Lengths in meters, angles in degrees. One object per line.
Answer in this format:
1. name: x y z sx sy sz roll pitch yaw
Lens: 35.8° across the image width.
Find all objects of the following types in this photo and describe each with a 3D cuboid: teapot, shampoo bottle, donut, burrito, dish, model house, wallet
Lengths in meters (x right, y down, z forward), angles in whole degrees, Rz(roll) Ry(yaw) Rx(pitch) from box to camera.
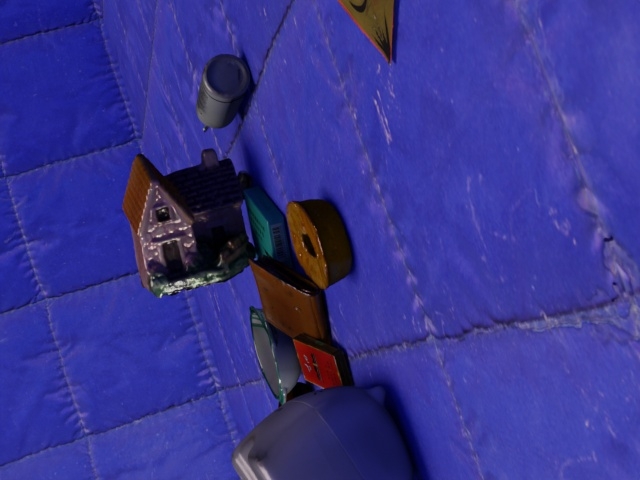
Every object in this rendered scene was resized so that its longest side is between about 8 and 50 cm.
1. teapot: -0.041 0.352 2.094 0.098 0.078 0.129 -57 23 18
2. shampoo bottle: -0.191 -0.272 1.878 0.262 0.085 0.085 142 110 -76
3. donut: 0.000 0.000 1.529 0.152 0.058 0.152 162 90 -75
4. burrito: -0.171 -0.107 2.084 0.055 0.041 0.149 68 163 1
5. dish: -0.081 0.221 2.055 0.246 0.078 0.224 102 151 -62
6. model house: -0.266 -0.050 1.954 0.202 0.236 0.238 -124 22 -65
7. wallet: -0.049 0.120 1.828 0.195 0.042 0.161 28 141 45

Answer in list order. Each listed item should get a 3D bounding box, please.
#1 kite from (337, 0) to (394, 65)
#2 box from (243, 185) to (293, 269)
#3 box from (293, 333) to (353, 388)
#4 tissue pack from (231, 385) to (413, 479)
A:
1. kite: 0.031 -0.350 1.092 0.377 0.013 0.328 167 85 -75
2. box: -0.095 0.025 1.952 0.161 0.042 0.226 -128 25 -57
3. box: 0.005 0.223 1.765 0.133 0.023 0.090 16 125 53
4. tissue pack: 0.011 0.354 1.576 0.229 0.236 0.333 57 164 3
